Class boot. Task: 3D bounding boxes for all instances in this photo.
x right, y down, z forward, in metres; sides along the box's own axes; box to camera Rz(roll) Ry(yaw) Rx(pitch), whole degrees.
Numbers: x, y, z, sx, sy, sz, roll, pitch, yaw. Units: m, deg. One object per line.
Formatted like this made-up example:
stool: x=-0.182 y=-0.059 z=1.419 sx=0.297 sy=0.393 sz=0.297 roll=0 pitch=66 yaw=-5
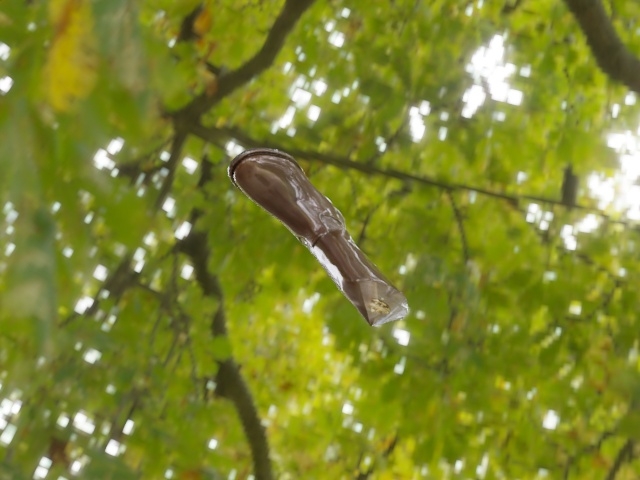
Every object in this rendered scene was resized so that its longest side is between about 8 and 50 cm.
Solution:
boot: x=0.000 y=0.000 z=0.955 sx=0.037 sy=0.114 sz=0.106 roll=-46 pitch=-44 yaw=15
